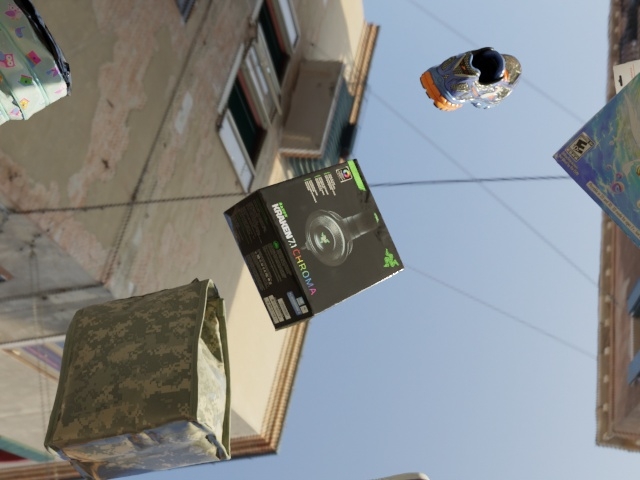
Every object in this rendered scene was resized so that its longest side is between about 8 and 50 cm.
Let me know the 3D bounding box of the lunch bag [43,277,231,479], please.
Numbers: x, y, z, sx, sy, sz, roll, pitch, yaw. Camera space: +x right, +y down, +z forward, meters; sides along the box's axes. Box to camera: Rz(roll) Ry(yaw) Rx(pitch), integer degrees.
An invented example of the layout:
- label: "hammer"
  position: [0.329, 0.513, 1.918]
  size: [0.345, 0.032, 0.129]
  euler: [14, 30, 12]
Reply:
- label: "lunch bag"
  position: [-0.267, 0.201, 1.057]
  size: [0.235, 0.169, 0.287]
  euler: [-13, -132, 7]

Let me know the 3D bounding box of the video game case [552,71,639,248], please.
- label: "video game case"
  position: [0.477, -0.099, 0.855]
  size: [0.244, 0.061, 0.270]
  euler: [-48, -115, 26]

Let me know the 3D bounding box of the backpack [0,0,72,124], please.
- label: "backpack"
  position: [-0.355, -0.217, 0.744]
  size: [0.115, 0.152, 0.182]
  euler: [-35, -98, -13]

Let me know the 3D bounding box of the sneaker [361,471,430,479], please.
- label: "sneaker"
  position: [0.077, 0.480, 1.104]
  size: [0.282, 0.102, 0.161]
  euler: [-12, -147, -10]

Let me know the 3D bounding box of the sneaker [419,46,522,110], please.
- label: "sneaker"
  position: [0.244, -0.243, 1.001]
  size: [0.221, 0.087, 0.083]
  euler: [-25, -92, -44]

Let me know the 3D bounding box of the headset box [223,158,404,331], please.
- label: "headset box"
  position: [0.000, 0.000, 1.296]
  size: [0.283, 0.131, 0.246]
  euler: [-22, -93, -42]

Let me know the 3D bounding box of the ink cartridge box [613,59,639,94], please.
- label: "ink cartridge box"
  position: [0.470, -0.238, 0.976]
  size: [0.083, 0.028, 0.048]
  euler: [-6, -81, 31]
